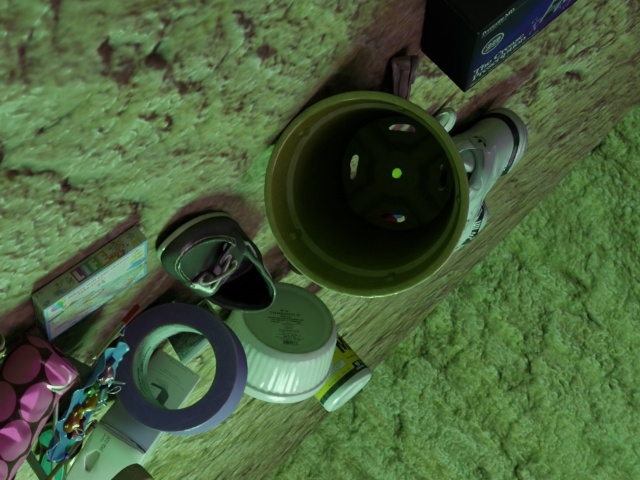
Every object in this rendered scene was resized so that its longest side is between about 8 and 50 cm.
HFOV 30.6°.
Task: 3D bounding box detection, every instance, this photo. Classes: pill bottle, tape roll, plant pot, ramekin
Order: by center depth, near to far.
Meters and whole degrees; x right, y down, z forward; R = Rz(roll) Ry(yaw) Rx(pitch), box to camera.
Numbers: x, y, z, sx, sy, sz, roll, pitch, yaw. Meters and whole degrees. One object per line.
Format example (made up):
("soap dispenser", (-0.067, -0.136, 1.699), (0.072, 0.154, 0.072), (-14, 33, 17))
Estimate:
("plant pot", (0.088, -0.079, 1.653), (0.276, 0.276, 0.254), (-47, 176, 17))
("tape roll", (-0.206, 0.190, 1.721), (0.189, 0.189, 0.080), (-42, 167, -3))
("ramekin", (-0.068, 0.167, 2.016), (0.207, 0.207, 0.109), (-30, 152, -41))
("pill bottle", (-0.006, 0.225, 2.323), (0.119, 0.208, 0.119), (-39, 166, -12))

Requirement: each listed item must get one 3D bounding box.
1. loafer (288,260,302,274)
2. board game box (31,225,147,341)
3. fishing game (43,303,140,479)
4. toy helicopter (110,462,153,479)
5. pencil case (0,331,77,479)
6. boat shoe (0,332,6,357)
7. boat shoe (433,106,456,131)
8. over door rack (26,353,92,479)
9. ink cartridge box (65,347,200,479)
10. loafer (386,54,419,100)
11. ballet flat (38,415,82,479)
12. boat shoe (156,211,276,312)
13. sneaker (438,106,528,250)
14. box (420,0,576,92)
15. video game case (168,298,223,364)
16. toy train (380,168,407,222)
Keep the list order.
("loafer", (0.000, 0.000, 2.007), (0.148, 0.056, 0.050), (-46, 169, -29))
("board game box", (-0.283, 0.054, 1.448), (0.154, 0.026, 0.103), (-36, 165, -24))
("fishing game", (-0.300, 0.215, 1.546), (0.264, 0.041, 0.189), (-63, 175, 34))
("toy helicopter", (-0.362, 0.398, 1.593), (0.355, 0.140, 0.235), (-30, 147, -45))
("pencil case", (-0.374, 0.221, 1.423), (0.209, 0.098, 0.095), (-61, -160, -14))
("boat shoe", (-0.380, 0.121, 1.308), (0.059, 0.063, 0.170), (-28, 160, -27))
("boat shoe", (0.193, -0.190, 2.007), (0.100, 0.035, 0.035), (-43, 170, 28))
("over door rack", (-0.458, 0.306, 1.598), (0.239, 0.108, 0.324), (-26, 144, -50))
("ink cartridge box", (-0.296, 0.297, 1.853), (0.159, 0.092, 0.218), (-57, 178, 31))
("loafer", (0.113, -0.229, 1.681), (0.125, 0.039, 0.045), (105, -8, -66))
("ballet flat", (-0.404, 0.311, 1.834), (0.206, 0.073, 0.067), (-57, -173, 52))
("boat shoe", (-0.132, 0.039, 1.671), (0.112, 0.095, 0.335), (-43, 166, 2))
("sneaker", (0.245, -0.088, 2.252), (0.210, 0.137, 0.366), (-27, 154, -45))
("box", (0.270, -0.350, 1.613), (0.261, 0.103, 0.184), (-40, 163, -11))
("video game case", (-0.195, 0.141, 1.825), (0.087, 0.011, 0.122), (-42, -156, -3))
("toy train", (0.097, -0.084, 1.939), (0.248, 0.105, 0.143), (-25, 147, -50))
